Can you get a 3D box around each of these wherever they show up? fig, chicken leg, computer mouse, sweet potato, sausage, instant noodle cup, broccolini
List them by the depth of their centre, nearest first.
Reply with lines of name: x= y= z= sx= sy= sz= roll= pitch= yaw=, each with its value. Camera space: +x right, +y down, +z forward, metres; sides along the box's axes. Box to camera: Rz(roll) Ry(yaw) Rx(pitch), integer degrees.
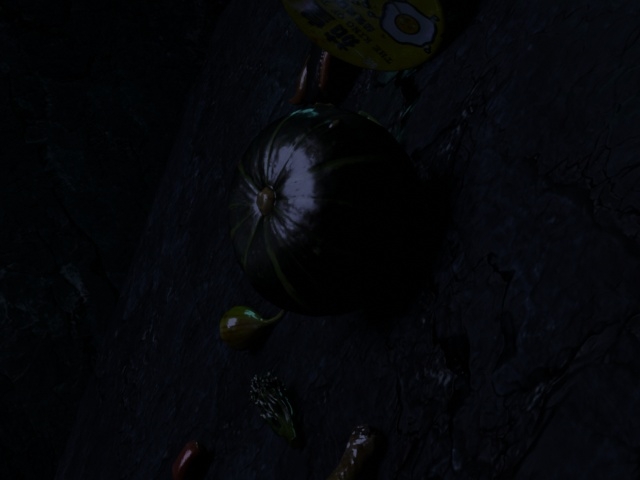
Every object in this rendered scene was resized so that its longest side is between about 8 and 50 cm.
chicken leg: x=0.020 y=0.341 z=1.370 sx=0.196 sy=0.080 sz=0.125 roll=-62 pitch=6 yaw=7
broccolini: x=-0.061 y=0.293 z=1.716 sx=0.202 sy=0.068 sz=0.091 roll=44 pitch=122 yaw=54
instant noodle cup: x=0.118 y=-0.506 z=1.849 sx=0.325 sy=0.325 sz=0.254 roll=-33 pitch=26 yaw=58
fig: x=-0.141 y=0.162 z=2.012 sx=0.166 sy=0.093 sz=0.093 roll=-36 pitch=34 yaw=54
sausage: x=-0.257 y=0.442 z=2.017 sx=0.054 sy=0.059 sz=0.094 roll=34 pitch=98 yaw=49
computer mouse: x=0.044 y=-0.443 z=2.237 sx=0.323 sy=0.116 sz=0.183 roll=-60 pitch=14 yaw=18
sweet potato: x=-0.016 y=-0.411 z=2.461 sx=0.055 sy=0.058 sz=0.202 roll=38 pitch=112 yaw=27

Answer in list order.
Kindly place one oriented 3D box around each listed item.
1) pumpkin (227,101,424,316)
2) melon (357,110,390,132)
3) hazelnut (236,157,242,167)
pumpkin: x=0.003 y=-0.046 z=1.557 sx=0.323 sy=0.241 sz=0.323 roll=-3 pitch=85 yaw=40
melon: x=0.070 y=-0.113 z=1.751 sx=0.209 sy=0.118 sz=0.064 roll=-63 pitch=1 yaw=-31
hazelnut: x=-0.111 y=-0.140 z=2.274 sx=0.150 sy=0.150 sz=0.150 roll=-53 pitch=22 yaw=32
